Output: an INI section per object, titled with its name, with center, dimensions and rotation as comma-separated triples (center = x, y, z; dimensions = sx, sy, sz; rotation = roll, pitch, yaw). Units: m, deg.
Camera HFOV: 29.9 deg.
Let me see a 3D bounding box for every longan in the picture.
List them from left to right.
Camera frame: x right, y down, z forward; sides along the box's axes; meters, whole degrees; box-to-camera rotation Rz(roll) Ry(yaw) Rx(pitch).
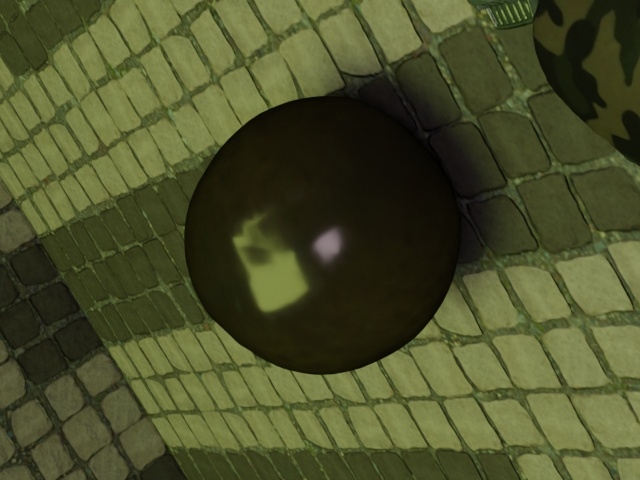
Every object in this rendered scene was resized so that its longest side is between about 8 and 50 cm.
[longan]
center = 0.000, 0.000, 1.314
dimensions = 0.319, 0.319, 0.319
rotation = 35, 145, 30

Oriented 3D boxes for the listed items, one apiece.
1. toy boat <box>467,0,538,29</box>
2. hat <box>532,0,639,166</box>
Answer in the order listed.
[toy boat]
center = 0.124, -0.301, 1.023
dimensions = 0.078, 0.085, 0.260
rotation = -1, 119, 56
[hat]
center = 0.296, -0.098, 0.832
dimensions = 0.382, 0.257, 0.366
rotation = 17, 122, 26
